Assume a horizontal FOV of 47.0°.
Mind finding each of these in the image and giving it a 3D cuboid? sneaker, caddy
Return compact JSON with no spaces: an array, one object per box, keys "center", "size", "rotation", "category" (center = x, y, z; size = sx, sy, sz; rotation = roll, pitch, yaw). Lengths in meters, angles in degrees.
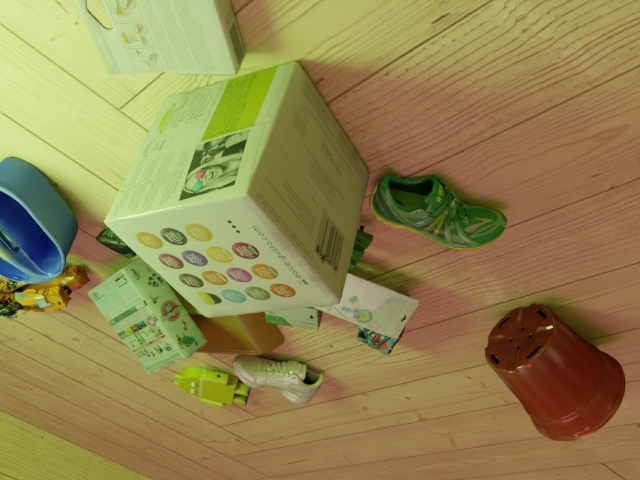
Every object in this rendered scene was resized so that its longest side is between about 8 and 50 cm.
[{"center":[-0.131,0.418,2.360],"size":[0.305,0.114,0.152],"rotation":[24,130,-21],"category":"sneaker"},{"center":[-0.765,-0.037,1.814],"size":[0.241,0.179,0.341],"rotation":[-14,128,20],"category":"caddy"},{"center":[0.249,-0.062,1.541],"size":[0.295,0.109,0.123],"rotation":[13,149,1],"category":"sneaker"},{"center":[-0.480,-0.017,1.872],"size":[0.101,0.106,0.267],"rotation":[34,161,-34],"category":"sneaker"},{"center":[0.159,0.224,1.975],"size":[0.125,0.104,0.262],"rotation":[18,144,0],"category":"sneaker"}]

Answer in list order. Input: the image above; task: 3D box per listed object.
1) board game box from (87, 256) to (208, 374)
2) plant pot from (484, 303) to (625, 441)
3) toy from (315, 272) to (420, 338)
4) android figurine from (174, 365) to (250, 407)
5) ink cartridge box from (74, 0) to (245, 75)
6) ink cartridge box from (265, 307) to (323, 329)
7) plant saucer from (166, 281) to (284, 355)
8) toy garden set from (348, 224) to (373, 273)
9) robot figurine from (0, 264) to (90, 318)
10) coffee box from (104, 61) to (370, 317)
[{"center":[-0.491,0.215,2.080],"size":[0.224,0.097,0.303],"rotation":[-27,99,44],"category":"board game box"},{"center":[0.569,0.316,1.845],"size":[0.265,0.272,0.272],"rotation":[42,137,-23],"category":"plant pot"},{"center":[0.113,0.148,1.849],"size":[0.237,0.056,0.137],"rotation":[20,124,-10],"category":"toy"},{"center":[-0.386,0.520,2.612],"size":[0.273,0.056,0.248],"rotation":[15,145,-4],"category":"android figurine"},{"center":[-0.291,-0.419,1.269],"size":[0.261,0.066,0.296],"rotation":[4,143,14],"category":"ink cartridge box"},{"center":[-0.072,0.142,1.952],"size":[0.153,0.087,0.208],"rotation":[7,144,8],"category":"ink cartridge box"},{"center":[-0.312,0.247,2.187],"size":[0.332,0.081,0.333],"rotation":[-1,142,19],"category":"plant saucer"},{"center":[0.000,0.000,1.767],"size":[0.203,0.049,0.244],"rotation":[22,149,-4],"category":"toy garden set"},{"center":[-0.830,0.139,2.129],"size":[0.291,0.211,0.085],"rotation":[-4,119,17],"category":"robot figurine"},{"center":[-0.143,-0.085,1.444],"size":[0.334,0.338,0.337],"rotation":[-8,139,29],"category":"coffee box"}]
